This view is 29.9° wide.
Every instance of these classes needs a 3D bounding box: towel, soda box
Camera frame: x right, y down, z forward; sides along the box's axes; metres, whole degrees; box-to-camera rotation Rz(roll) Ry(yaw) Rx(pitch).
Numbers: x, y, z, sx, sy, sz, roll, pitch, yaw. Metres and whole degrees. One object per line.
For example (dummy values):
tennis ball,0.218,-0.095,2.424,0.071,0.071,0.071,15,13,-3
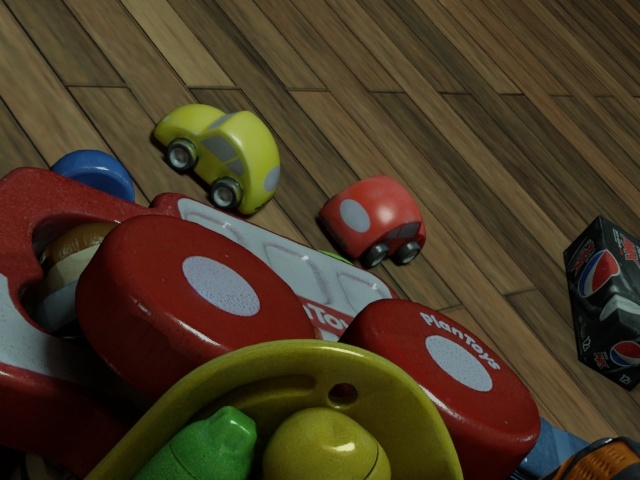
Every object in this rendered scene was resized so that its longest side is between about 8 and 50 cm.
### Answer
towel,0.165,0.157,0.830,0.119,0.029,0.067,29,31,-16
soda box,0.258,0.051,1.055,0.060,0.053,0.169,31,30,-14

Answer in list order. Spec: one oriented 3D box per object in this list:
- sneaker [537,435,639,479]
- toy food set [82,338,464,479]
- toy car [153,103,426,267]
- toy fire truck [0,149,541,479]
sneaker,0.134,0.210,0.571,0.125,0.180,0.321,30,31,-15
toy food set,-0.038,0.138,0.447,0.128,0.218,0.071,34,19,-23
toy car,0.000,0.000,0.837,0.239,0.053,0.225,23,33,-26
toy fire truck,-0.056,0.057,0.598,0.302,0.169,0.254,22,24,-28
